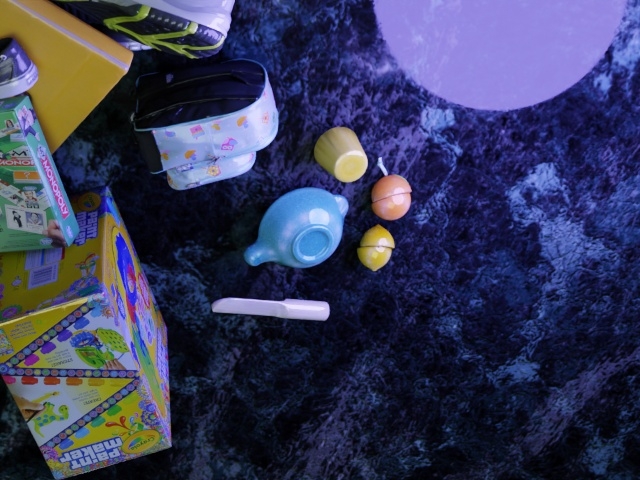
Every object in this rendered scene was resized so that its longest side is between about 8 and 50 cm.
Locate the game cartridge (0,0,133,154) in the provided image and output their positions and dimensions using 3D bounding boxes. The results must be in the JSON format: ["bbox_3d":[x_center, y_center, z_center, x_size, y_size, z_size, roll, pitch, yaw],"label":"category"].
[{"bbox_3d":[-0.451,-0.242,1.717,0.323,0.053,0.285,32,134,-22],"label":"game cartridge"}]

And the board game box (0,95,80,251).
[{"bbox_3d":[-0.508,-0.079,1.796,0.317,0.046,0.213,-4,121,20],"label":"board game box"}]

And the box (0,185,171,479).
[{"bbox_3d":[-0.340,0.126,1.868,0.177,0.290,0.279,-16,123,2],"label":"box"}]

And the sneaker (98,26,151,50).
[{"bbox_3d":[-0.218,-0.298,1.768,0.166,0.065,0.076,-7,106,-7],"label":"sneaker"}]

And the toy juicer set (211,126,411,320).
[{"bbox_3d":[0.000,0.000,1.962,0.209,0.089,0.329,28,106,-36],"label":"toy juicer set"}]

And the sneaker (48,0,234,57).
[{"bbox_3d":[-0.291,-0.360,1.687,0.384,0.145,0.147,20,77,-7],"label":"sneaker"}]

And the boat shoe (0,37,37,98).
[{"bbox_3d":[-0.474,-0.211,1.660,0.228,0.080,0.076,-7,131,16],"label":"boat shoe"}]

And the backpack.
[{"bbox_3d":[-0.149,-0.164,1.787,0.188,0.166,0.144,-18,123,7],"label":"backpack"}]
